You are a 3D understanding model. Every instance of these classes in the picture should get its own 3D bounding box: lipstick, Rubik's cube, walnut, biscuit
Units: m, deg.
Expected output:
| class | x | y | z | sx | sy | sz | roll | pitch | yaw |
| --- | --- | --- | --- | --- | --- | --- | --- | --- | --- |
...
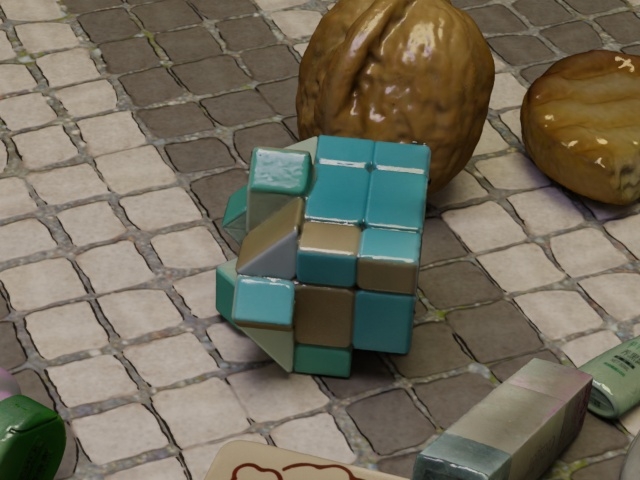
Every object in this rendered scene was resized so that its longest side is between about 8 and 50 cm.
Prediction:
| class | x | y | z | sx | sy | sz | roll | pitch | yaw |
| --- | --- | --- | --- | --- | --- | --- | --- | --- | --- |
| lipstick | 0.167 | 0.181 | 1.473 | 0.068 | 0.066 | 0.317 | 15 | 17 | 22 |
| Rubik's cube | 0.000 | 0.000 | 1.668 | 0.213 | 0.224 | 0.265 | 6 | 43 | 4 |
| walnut | 0.087 | -0.175 | 1.876 | 0.224 | 0.257 | 0.257 | 29 | 44 | 31 |
| biscuit | 0.357 | -0.142 | 1.989 | 0.274 | 0.091 | 0.213 | -25 | 48 | -31 |

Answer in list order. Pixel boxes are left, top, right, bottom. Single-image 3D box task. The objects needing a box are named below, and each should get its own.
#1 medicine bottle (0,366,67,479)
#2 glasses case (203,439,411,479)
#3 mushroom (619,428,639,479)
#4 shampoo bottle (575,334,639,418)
| class | x | y | z | sx | sy | sz | roll | pitch | yaw |
| --- | --- | --- | --- | --- | --- | --- | --- | --- | --- |
| medicine bottle | -0.368 | 0.151 | 1.503 | 0.274 | 0.133 | 0.133 | 24 | 42 | 25 |
| glasses case | 0.053 | 0.275 | 1.420 | 0.336 | 0.076 | 0.144 | 12 | 38 | 10 |
| mushroom | 0.307 | 0.271 | 1.437 | 0.159 | 0.122 | 0.328 | -16 | 20 | 39 |
| shampoo bottle | 0.337 | 0.120 | 1.681 | 0.191 | 0.041 | 0.069 | -27 | 42 | -35 |
